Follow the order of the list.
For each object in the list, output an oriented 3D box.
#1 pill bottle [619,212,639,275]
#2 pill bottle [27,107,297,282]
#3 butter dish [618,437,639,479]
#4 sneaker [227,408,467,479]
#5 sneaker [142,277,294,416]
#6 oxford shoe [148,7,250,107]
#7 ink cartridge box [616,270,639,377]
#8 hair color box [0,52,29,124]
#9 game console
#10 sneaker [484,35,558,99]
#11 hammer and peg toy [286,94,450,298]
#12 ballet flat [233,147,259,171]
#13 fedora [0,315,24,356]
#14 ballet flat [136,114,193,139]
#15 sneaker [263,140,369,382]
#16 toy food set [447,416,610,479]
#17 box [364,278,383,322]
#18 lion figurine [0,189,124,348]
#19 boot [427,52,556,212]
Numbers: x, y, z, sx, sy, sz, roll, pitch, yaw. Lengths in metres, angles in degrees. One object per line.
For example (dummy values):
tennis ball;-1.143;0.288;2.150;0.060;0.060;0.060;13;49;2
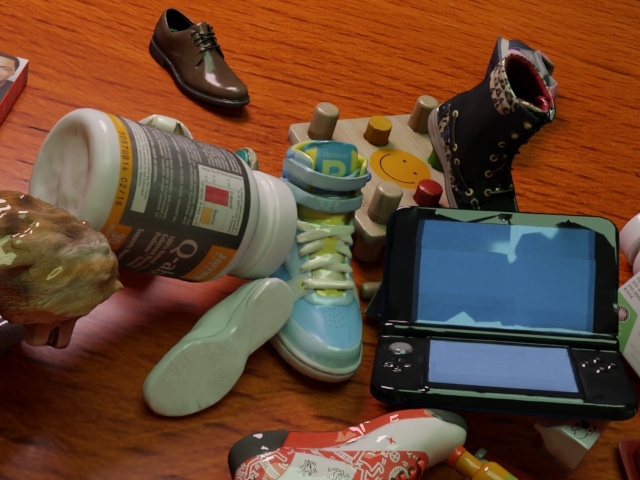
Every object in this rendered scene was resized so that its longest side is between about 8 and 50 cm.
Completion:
pill bottle;0.534;0.057;1.417;0.121;0.121;0.221;-2;44;-25
pill bottle;-0.171;-0.039;1.102;0.278;0.162;0.162;14;34;-42
butter dish;0.451;0.274;1.132;0.160;0.118;0.160;10;39;-11
sneaker;0.048;0.262;1.004;0.270;0.090;0.145;-3;45;-20
sneaker;-0.127;0.120;1.119;0.212;0.080;0.094;-40;26;-29
oxford shoe;-0.191;-0.291;1.547;0.227;0.096;0.083;42;42;23
ink cartridge box;0.496;0.090;1.278;0.093;0.219;0.160;25;26;-45
hair color box;-0.470;-0.213;1.380;0.072;0.043;0.141;14;39;-6
game console;0.213;0.076;1.146;0.293;0.173;0.250;3;16;7
sneaker;0.362;-0.264;1.730;0.131;0.112;0.319;16;40;0
hammer and peg toy;0.132;-0.061;1.383;0.266;0.127;0.361;-8;46;-30
ballet flat;-0.111;-0.079;1.289;0.052;0.168;0.057;14;70;-27
fedora;-0.405;0.063;1.019;0.244;0.124;0.275;37;36;18
ballet flat;-0.217;-0.101;1.303;0.108;0.106;0.316;11;39;-8
sneaker;0.000;0.000;1.193;0.127;0.208;0.319;4;41;-22
toy food set;0.230;0.235;1.090;0.104;0.111;0.232;37;44;20
box;0.153;0.083;1.248;0.162;0.029;0.116;29;85;9
lion figurine;-0.392;-0.022;0.909;0.392;0.142;0.240;31;27;16
boot;0.236;-0.105;1.256;0.085;0.178;0.236;-13;75;-31
